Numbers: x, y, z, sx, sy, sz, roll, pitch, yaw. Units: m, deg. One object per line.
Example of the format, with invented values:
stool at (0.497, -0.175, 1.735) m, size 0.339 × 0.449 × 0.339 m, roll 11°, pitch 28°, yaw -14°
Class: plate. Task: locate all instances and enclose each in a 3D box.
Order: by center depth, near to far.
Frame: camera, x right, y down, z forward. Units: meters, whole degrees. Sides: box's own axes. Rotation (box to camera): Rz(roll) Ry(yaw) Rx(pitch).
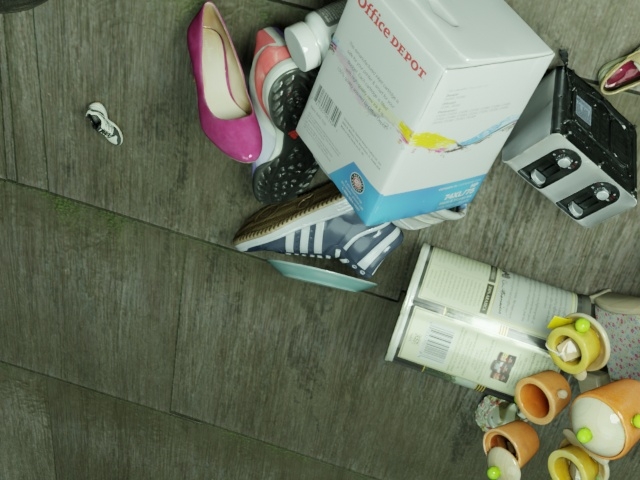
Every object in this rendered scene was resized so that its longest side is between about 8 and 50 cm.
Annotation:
plate at (0.001, 0.061, 1.747) m, size 0.188 × 0.188 × 0.024 m, roll 13°, pitch 87°, yaw 9°

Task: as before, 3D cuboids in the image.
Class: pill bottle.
pill bottle at (0.025, -0.286, 1.452) m, size 0.137 × 0.078 × 0.078 m, roll -26°, pitch 126°, yaw -13°

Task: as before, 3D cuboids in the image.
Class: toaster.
toaster at (0.345, -0.134, 1.455) m, size 0.168 × 0.186 × 0.110 m, roll 36°, pitch 134°, yaw -22°

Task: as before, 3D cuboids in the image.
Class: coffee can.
coffee can at (0.261, 0.138, 1.683) m, size 0.275 × 0.201 × 0.201 m, roll 19°, pitch 132°, yaw 5°

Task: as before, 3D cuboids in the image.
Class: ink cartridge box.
ink cartridge box at (0.130, -0.194, 1.408) m, size 0.198 × 0.197 × 0.270 m, roll 55°, pitch 140°, yaw 29°

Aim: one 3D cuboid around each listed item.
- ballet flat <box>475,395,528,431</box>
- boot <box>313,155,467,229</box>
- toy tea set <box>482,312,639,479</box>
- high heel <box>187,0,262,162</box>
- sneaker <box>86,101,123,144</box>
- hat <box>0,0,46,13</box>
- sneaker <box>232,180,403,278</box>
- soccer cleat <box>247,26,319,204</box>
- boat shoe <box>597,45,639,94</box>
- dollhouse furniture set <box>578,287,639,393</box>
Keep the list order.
ballet flat at (0.344, 0.287, 1.860) m, size 0.091 × 0.077 × 0.241 m, roll 30°, pitch 132°, yaw -7°
boot at (0.109, -0.105, 1.575) m, size 0.123 × 0.095 × 0.258 m, roll -10°, pitch 145°, yaw 45°
toy tea set at (0.328, 0.268, 1.500) m, size 0.200 × 0.124 × 0.336 m, roll 48°, pitch 139°, yaw 26°
high heel at (-0.133, -0.226, 1.522) m, size 0.082 × 0.244 × 0.117 m, roll -6°, pitch 142°, yaw -19°
sneaker at (-0.358, -0.185, 1.747) m, size 0.032 × 0.037 × 0.083 m, roll -18°, pitch 122°, yaw 29°
hat at (-0.537, -0.440, 1.536) m, size 0.331 × 0.134 × 0.331 m, roll 10°, pitch 130°, yaw 12°
sneaker at (0.000, 0.000, 1.731) m, size 0.282 × 0.099 × 0.153 m, roll -21°, pitch 117°, yaw 29°
soccer cleat at (-0.063, -0.180, 1.616) m, size 0.108 × 0.116 × 0.318 m, roll -16°, pitch 147°, yaw -16°
boat shoe at (0.431, -0.233, 1.416) m, size 0.050 × 0.045 × 0.135 m, roll 44°, pitch 129°, yaw -18°
dollhouse furniture set at (0.443, 0.152, 1.583) m, size 0.355 × 0.174 × 0.303 m, roll 7°, pitch 115°, yaw 61°
